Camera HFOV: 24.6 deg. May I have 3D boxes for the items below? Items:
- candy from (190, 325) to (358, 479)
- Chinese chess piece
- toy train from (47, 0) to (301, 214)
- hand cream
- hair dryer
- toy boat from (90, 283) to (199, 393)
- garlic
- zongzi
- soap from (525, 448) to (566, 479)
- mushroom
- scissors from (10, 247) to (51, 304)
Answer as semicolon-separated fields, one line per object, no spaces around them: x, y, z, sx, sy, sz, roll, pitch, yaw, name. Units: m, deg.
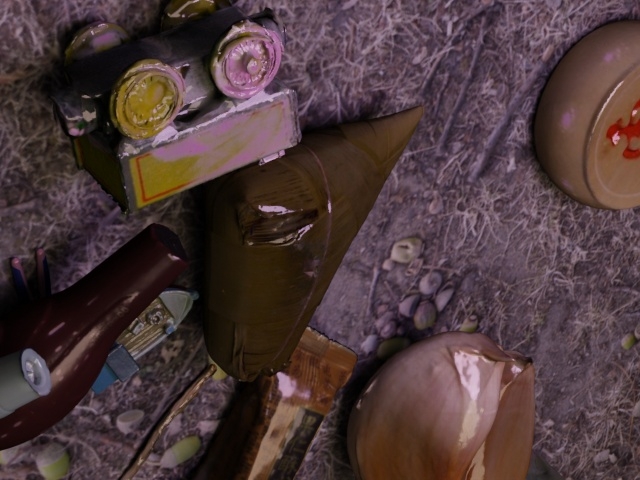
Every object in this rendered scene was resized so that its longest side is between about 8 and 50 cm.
-0.058;0.227;1.799;0.143;0.101;0.271;23;95;-37;candy
0.393;-0.159;1.892;0.251;0.097;0.250;-19;127;-27;Chinese chess piece
-0.143;-0.142;1.478;0.261;0.134;0.177;-23;129;-23;toy train
-0.417;0.186;1.457;0.331;0.058;0.085;-22;137;18;hand cream
-0.342;0.045;1.459;0.312;0.123;0.340;-45;124;13;hair dryer
-0.210;0.105;1.632;0.173;0.059;0.069;-38;133;-11;toy boat
0.176;0.262;1.917;0.286;0.249;0.313;2;96;-20;garlic
0.000;0.000;1.675;0.300;0.145;0.273;-22;132;-33;zongzi
0.284;0.424;2.112;0.138;0.182;0.199;4;114;-36;soap
-0.216;0.259;1.753;0.026;0.028;0.286;41;87;-2;mushroom
-0.303;0.060;1.567;0.039;0.012;0.113;-23;128;-23;scissors
